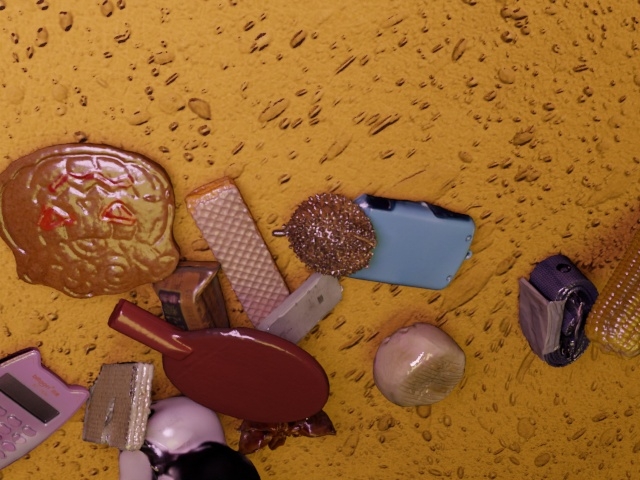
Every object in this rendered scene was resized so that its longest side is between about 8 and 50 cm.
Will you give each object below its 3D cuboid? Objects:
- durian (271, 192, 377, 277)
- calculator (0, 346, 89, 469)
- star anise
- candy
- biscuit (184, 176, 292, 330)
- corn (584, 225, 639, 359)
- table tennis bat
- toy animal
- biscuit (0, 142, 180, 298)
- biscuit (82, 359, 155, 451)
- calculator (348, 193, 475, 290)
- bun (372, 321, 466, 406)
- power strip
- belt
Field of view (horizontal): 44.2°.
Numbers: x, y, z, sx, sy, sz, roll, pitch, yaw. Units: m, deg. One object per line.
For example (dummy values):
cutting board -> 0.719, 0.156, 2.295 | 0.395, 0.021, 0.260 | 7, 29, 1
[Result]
durian -> 0.000, 0.000, 1.335 | 0.188, 0.091, 0.149 | 8, 113, 20
calculator -> -0.574, 0.312, 1.400 | 0.294, 0.043, 0.194 | -37, 127, 0
star anise -> -0.074, 0.360, 1.568 | 0.196, 0.111, 0.212 | 19, 123, -22
candy -> -0.215, 0.140, 1.374 | 0.143, 0.101, 0.271 | 4, 131, 16
biscuit -> -0.122, 0.052, 1.375 | 0.094, 0.054, 0.379 | -24, 127, -1
corn -> 0.633, 0.068, 1.520 | 0.131, 0.131, 0.345 | 40, 77, -35
table tennis bat -> -0.170, 0.213, 1.343 | 0.414, 0.051, 0.268 | 31, 134, -25
toy animal -> -0.246, 0.429, 1.433 | 0.250, 0.310, 0.251 | -15, 131, -19
biscuit -> -0.359, -0.027, 1.214 | 0.272, 0.049, 0.258 | -5, 115, -4
biscuit -> -0.357, 0.289, 1.375 | 0.046, 0.147, 0.250 | 13, 163, -31
calculator -> 0.154, 0.005, 1.435 | 0.292, 0.051, 0.173 | 9, 118, -23
bun -> 0.195, 0.241, 1.568 | 0.193, 0.128, 0.178 | 25, 113, -42
power strip -> -0.030, 0.123, 1.407 | 0.227, 0.029, 0.080 | -42, 128, -34
belt -> 0.489, 0.152, 1.600 | 0.139, 0.126, 0.231 | -14, 127, -11
